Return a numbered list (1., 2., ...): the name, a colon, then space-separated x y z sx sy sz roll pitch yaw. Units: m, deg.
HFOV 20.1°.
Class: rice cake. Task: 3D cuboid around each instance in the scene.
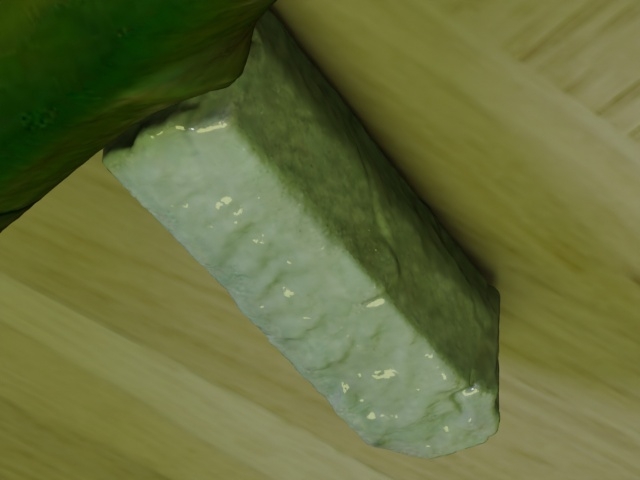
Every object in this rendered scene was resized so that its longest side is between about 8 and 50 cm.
1. rice cake: 0.000 0.000 0.623 0.063 0.069 0.206 -20 134 26

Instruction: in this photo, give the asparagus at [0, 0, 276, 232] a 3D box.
1. asparagus: -0.059 -0.068 0.485 0.085 0.082 0.343 26 153 -22
